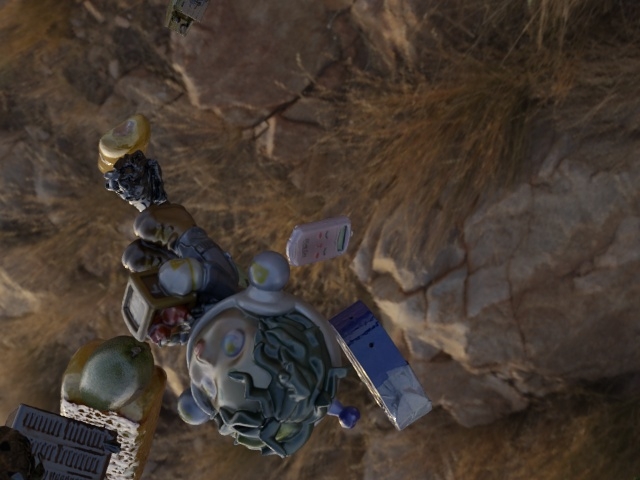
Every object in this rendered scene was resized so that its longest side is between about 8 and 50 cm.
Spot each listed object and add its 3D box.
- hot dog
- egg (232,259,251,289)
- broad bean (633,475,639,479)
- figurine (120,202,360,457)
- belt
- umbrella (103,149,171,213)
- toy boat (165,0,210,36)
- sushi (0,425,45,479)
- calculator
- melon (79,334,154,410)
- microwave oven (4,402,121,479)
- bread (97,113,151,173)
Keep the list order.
[{"bbox_3d":[-0.428,0.341,1.597,0.185,0.223,0.405,16,135,-5],"label":"hot dog"},{"bbox_3d":[-0.250,0.124,2.002,0.181,0.141,0.141,47,149,44],"label":"egg"},{"bbox_3d":[0.574,0.484,1.240,0.043,0.060,0.297,-32,111,5],"label":"broad bean"},{"bbox_3d":[-0.117,0.104,0.951,0.382,0.186,0.261,43,133,27],"label":"figurine"},{"bbox_3d":[0.157,0.327,2.028,0.347,0.117,0.212,58,171,3],"label":"belt"},{"bbox_3d":[-0.358,-0.064,1.650,0.122,0.110,0.272,-13,133,7],"label":"umbrella"},{"bbox_3d":[-0.233,-0.487,1.457,0.057,0.200,0.077,20,-171,-38],"label":"toy boat"},{"bbox_3d":[-0.295,0.288,0.746,0.320,0.069,0.339,-52,53,58],"label":"sushi"},{"bbox_3d":[0.000,0.000,1.674,0.032,0.175,0.100,42,135,43],"label":"calculator"},{"bbox_3d":[-0.312,0.205,1.165,0.099,0.099,0.162,41,130,-3],"label":"melon"},{"bbox_3d":[-0.462,0.393,1.289,0.178,0.188,0.247,20,155,-20],"label":"microwave oven"},{"bbox_3d":[-0.509,-0.236,2.001,0.091,0.142,0.305,58,162,-2],"label":"bread"}]
